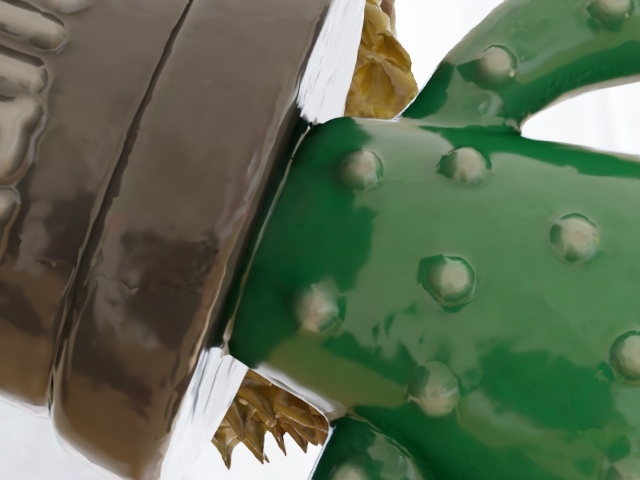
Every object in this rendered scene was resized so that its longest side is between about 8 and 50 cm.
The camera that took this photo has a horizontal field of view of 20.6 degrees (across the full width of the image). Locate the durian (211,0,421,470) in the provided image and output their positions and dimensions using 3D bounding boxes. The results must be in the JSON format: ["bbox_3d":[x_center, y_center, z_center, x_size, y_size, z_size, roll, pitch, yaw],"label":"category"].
[{"bbox_3d":[-0.037,0.012,0.945,0.195,0.305,0.185,-2,25,-14],"label":"durian"}]

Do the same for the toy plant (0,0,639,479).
[{"bbox_3d":[-0.004,0.010,0.553,0.400,0.279,0.185,20,-39,2],"label":"toy plant"}]
